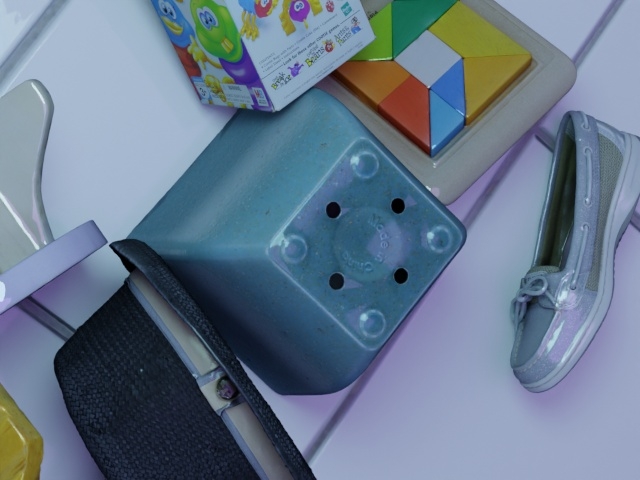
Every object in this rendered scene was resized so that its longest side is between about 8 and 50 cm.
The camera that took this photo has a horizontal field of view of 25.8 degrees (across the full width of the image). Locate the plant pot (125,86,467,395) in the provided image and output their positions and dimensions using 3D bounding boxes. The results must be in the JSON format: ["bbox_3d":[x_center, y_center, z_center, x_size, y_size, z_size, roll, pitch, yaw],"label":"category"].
[{"bbox_3d":[0.000,0.000,1.373,0.248,0.252,0.247,44,75,-17],"label":"plant pot"}]

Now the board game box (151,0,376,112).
[{"bbox_3d":[-0.087,-0.281,1.349,0.144,0.142,0.275,-39,119,-26],"label":"board game box"}]

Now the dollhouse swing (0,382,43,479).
[{"bbox_3d":[-0.427,0.172,0.941,0.315,0.305,0.347,-45,75,13],"label":"dollhouse swing"}]

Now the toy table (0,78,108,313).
[{"bbox_3d":[-0.312,-0.010,1.250,0.252,0.274,0.161,-34,96,-5],"label":"toy table"}]

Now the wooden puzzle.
[{"bbox_3d":[0.117,-0.184,1.474,0.238,0.044,0.221,43,74,15],"label":"wooden puzzle"}]

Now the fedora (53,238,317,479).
[{"bbox_3d":[-0.140,0.166,1.303,0.152,0.334,0.334,-35,103,-9],"label":"fedora"}]

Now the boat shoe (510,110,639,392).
[{"bbox_3d":[0.270,0.012,1.558,0.103,0.118,0.320,25,78,-14],"label":"boat shoe"}]

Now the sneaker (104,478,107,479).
[{"bbox_3d":[-0.263,0.344,1.366,0.131,0.112,0.319,40,72,-2],"label":"sneaker"}]
